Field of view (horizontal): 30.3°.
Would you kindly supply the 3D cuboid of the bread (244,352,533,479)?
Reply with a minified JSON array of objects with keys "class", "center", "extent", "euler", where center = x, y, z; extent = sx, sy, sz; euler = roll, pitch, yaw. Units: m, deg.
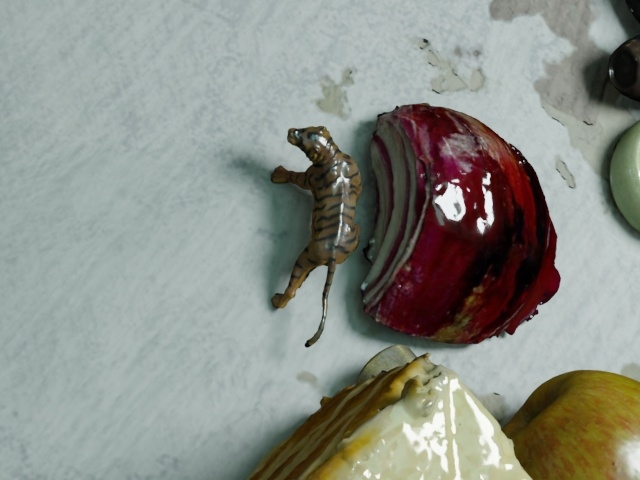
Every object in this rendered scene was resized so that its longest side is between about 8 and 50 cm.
[{"class":"bread","center":[0.028,0.344,1.173],"extent":[0.279,0.371,0.390],"euler":[44,66,-4]}]

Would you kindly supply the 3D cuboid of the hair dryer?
[{"class":"hair dryer","center":[0.487,-0.351,1.681],"extent":[0.303,0.120,0.359],"euler":[-11,71,-30]}]

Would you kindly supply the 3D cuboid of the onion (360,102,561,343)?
[{"class":"onion","center":[0.197,-0.036,1.459],"extent":[0.280,0.146,0.314],"euler":[7,69,-21]}]

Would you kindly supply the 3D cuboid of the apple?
[{"class":"apple","center":[0.314,0.274,1.359],"extent":[0.264,0.264,0.264],"euler":[5,74,-18]}]

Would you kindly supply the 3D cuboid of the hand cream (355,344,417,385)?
[{"class":"hand cream","center":[0.130,0.210,1.352],"extent":[0.084,0.084,0.203],"euler":[-30,54,-23]}]

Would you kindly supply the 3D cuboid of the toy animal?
[{"class":"toy animal","center":[0.008,-0.001,1.398],"extent":[0.114,0.116,0.255],"euler":[3,75,-17]}]

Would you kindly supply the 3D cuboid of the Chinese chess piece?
[{"class":"Chinese chess piece","center":[0.486,-0.086,1.603],"extent":[0.188,0.083,0.188],"euler":[4,76,-16]}]
